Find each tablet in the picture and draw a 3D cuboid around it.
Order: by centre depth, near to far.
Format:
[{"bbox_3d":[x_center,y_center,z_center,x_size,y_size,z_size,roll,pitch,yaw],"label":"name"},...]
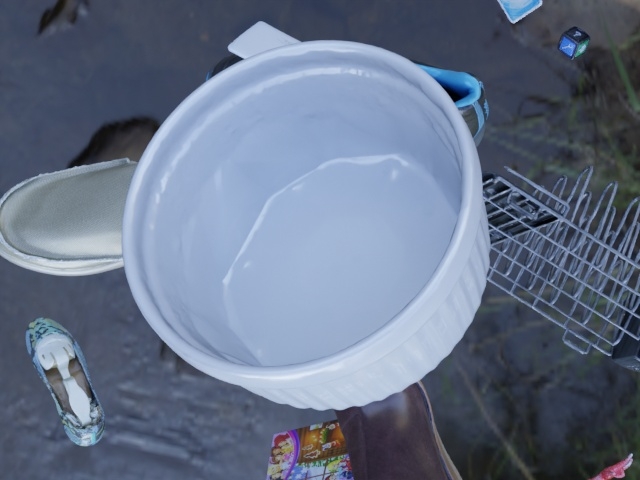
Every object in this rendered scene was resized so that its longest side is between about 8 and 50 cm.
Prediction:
[{"bbox_3d":[-0.037,-0.170,1.315,0.083,0.054,0.006,29,139,19],"label":"tablet"}]

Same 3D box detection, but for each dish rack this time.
[{"bbox_3d":[0.196,0.011,1.087,0.271,0.074,0.208,31,161,-11],"label":"dish rack"}]

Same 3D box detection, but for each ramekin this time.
[{"bbox_3d":[0.000,0.000,0.832,0.207,0.207,0.109,-14,150,13],"label":"ramekin"}]

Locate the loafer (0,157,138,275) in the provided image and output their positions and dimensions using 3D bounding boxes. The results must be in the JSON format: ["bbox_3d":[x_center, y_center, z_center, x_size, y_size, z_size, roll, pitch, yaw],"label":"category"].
[{"bbox_3d":[-0.170,-0.029,1.286,0.268,0.102,0.092,-3,160,5],"label":"loafer"}]

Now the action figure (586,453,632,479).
[{"bbox_3d":[0.269,0.295,1.402,0.139,0.091,0.280,-28,154,7],"label":"action figure"}]

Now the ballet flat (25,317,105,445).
[{"bbox_3d":[-0.333,0.179,1.903,0.070,0.070,0.188,-35,77,24],"label":"ballet flat"}]

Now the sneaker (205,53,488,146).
[{"bbox_3d":[0.032,-0.184,1.708,0.341,0.125,0.139,6,165,1],"label":"sneaker"}]

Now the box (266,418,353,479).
[{"bbox_3d":[0.019,0.363,1.985,0.201,0.293,0.057,-16,123,16],"label":"box"}]

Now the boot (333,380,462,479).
[{"bbox_3d":[0.062,0.223,1.408,0.090,0.207,0.248,-31,103,24],"label":"boot"}]

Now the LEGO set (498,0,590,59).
[{"bbox_3d":[0.212,-0.296,1.335,0.244,0.060,0.182,60,146,-1],"label":"LEGO set"}]
